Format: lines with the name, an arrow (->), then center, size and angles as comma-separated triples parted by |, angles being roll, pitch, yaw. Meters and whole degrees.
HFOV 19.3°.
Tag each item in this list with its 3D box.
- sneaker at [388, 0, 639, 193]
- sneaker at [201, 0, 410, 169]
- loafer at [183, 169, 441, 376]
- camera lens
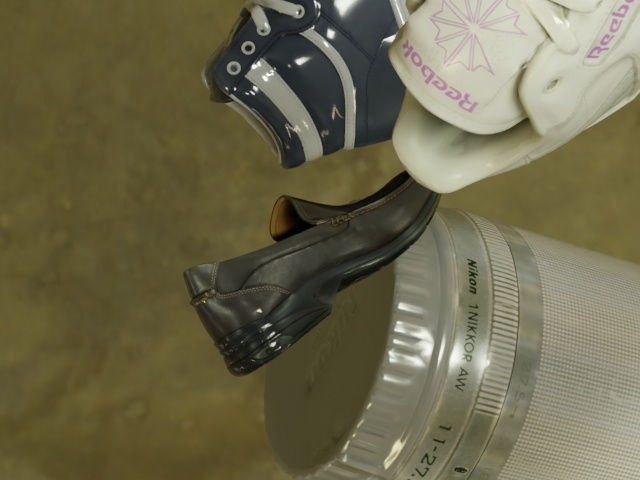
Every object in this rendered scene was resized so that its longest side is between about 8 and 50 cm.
sneaker -> 0.110, -0.111, 0.701 | 0.152, 0.114, 0.305 | -40, 167, -28
sneaker -> -0.027, -0.183, 1.193 | 0.153, 0.099, 0.282 | -24, 95, -5
loafer -> 0.000, 0.000, 0.974 | 0.061, 0.170, 0.062 | 54, 140, -4
camera lens -> 0.125, 0.100, 1.325 | 0.274, 0.219, 0.219 | 16, 116, -22
